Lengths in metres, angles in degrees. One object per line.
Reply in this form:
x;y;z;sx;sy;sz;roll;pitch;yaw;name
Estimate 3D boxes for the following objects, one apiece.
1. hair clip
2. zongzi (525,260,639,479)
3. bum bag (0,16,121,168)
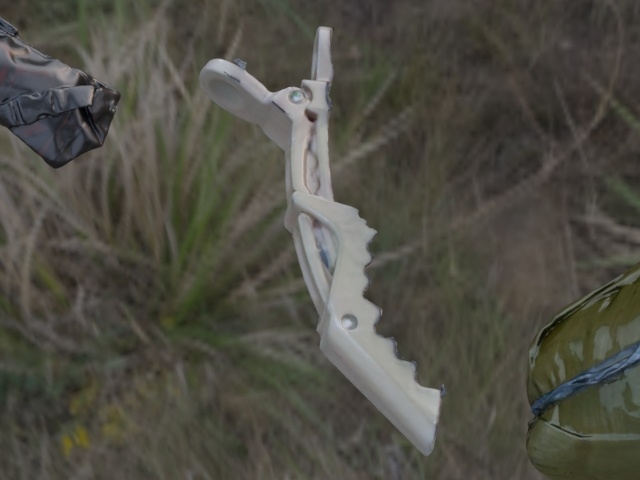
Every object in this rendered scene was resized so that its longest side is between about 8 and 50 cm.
0.000;0.000;0.887;0.072;0.034;0.226;-9;66;-14;hair clip
0.190;-0.016;0.730;0.228;0.115;0.256;-5;71;42;zongzi
-0.164;-0.085;0.981;0.124;0.034;0.058;33;68;-8;bum bag
